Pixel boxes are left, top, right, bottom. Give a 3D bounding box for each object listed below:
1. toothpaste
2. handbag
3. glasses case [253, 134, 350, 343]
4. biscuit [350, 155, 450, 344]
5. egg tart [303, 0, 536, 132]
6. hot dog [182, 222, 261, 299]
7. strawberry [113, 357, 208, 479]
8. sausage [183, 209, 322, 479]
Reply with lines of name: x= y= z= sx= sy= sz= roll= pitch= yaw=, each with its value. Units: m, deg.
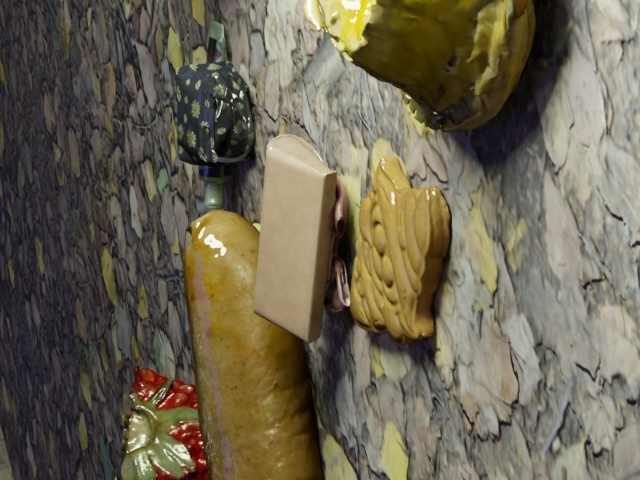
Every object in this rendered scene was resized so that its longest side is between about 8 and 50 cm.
toothpaste: x=-0.120 y=-0.142 z=2.050 sx=0.062 sy=0.037 sz=0.216 roll=-145 pitch=55 yaw=-68
handbag: x=-0.104 y=-0.129 z=1.951 sx=0.139 sy=0.072 sz=0.115 roll=-149 pitch=55 yaw=-62
glasses case: x=0.000 y=0.000 z=1.720 sx=0.102 sy=0.070 sz=0.193 roll=27 pitch=124 yaw=35
biscuit: x=0.063 y=0.020 z=1.578 sx=0.250 sy=0.035 sz=0.162 roll=117 pitch=146 yaw=-62
egg tart: x=0.061 y=-0.227 z=1.343 sx=0.315 sy=0.120 sz=0.314 roll=172 pitch=90 yaw=-72
hot dog: x=-0.114 y=0.034 z=2.040 sx=0.242 sy=0.073 sz=0.084 roll=158 pitch=109 yaw=-71
strawberry: x=-0.181 y=0.319 z=2.244 sx=0.253 sy=0.150 sz=0.280 roll=-87 pitch=1 yaw=-54
sausage: x=-0.068 y=0.216 z=1.873 sx=0.123 sy=0.136 sz=0.500 roll=-5 pitch=90 yaw=45
